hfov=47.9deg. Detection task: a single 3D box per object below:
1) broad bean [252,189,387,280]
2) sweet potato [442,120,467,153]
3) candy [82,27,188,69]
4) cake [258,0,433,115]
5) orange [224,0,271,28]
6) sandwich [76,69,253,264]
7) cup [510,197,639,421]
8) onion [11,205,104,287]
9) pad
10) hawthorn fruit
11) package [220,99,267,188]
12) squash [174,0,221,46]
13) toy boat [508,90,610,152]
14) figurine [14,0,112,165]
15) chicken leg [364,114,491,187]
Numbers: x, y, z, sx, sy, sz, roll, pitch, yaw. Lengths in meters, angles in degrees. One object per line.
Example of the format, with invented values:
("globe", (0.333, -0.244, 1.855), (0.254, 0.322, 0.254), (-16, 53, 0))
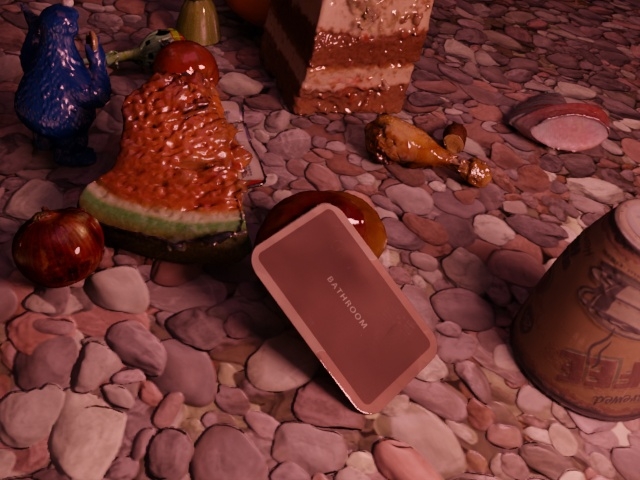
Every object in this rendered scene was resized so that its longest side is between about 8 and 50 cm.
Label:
("broad bean", (0.002, -0.001, 1.058), (0.228, 0.122, 0.156), (-22, 51, -31))
("sweet potato", (0.266, -0.213, 1.439), (0.049, 0.049, 0.117), (15, 34, 0))
("candy", (-0.404, -0.353, 1.391), (0.305, 0.083, 0.091), (-13, 17, -19))
("cake", (0.043, -0.426, 1.437), (0.255, 0.290, 0.282), (-9, 48, -23))
("orange", (-0.088, -0.621, 1.610), (0.312, 0.312, 0.312), (8, 40, -7))
("sandwich", (-0.214, -0.113, 1.087), (0.250, 0.162, 0.301), (4, 76, 1))
("cup", (0.451, 0.085, 0.991), (0.301, 0.257, 0.227), (1, 44, -18))
("onion", (-0.345, 0.009, 0.950), (0.117, 0.119, 0.119), (-29, 51, -4))
("pad", (0.037, 0.084, 0.961), (0.176, 0.002, 0.266), (-35, 87, -36))
("hawthorn fruit", (-0.255, -0.317, 1.337), (0.125, 0.140, 0.125), (-27, 17, 9))
("package", (-0.195, -0.169, 1.262), (0.166, 0.040, 0.232), (-6, 52, -18))
("squash", (-0.260, -0.499, 1.544), (0.105, 0.132, 0.105), (7, 41, -6))
("toy boat", (0.506, -0.282, 1.573), (0.206, 0.096, 0.282), (0, 31, 5))
("figurine", (-0.411, -0.243, 1.118), (0.164, 0.262, 0.121), (13, 30, 21))
("chicken leg", (0.199, -0.162, 1.334), (0.251, 0.087, 0.107), (21, 32, 0))
